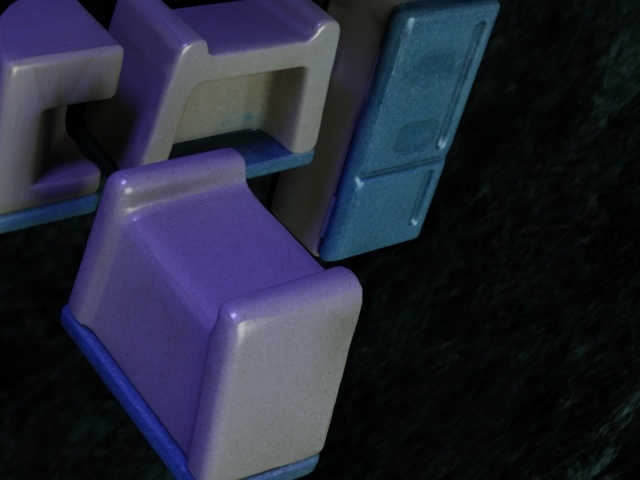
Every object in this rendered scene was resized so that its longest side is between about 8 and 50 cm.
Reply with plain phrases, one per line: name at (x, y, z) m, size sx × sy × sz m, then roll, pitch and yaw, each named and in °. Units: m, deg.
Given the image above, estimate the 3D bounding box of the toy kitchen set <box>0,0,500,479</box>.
toy kitchen set at (0.000, 0.000, 0.450) m, size 0.207 × 0.166 × 0.122 m, roll -15°, pitch 137°, yaw -37°
